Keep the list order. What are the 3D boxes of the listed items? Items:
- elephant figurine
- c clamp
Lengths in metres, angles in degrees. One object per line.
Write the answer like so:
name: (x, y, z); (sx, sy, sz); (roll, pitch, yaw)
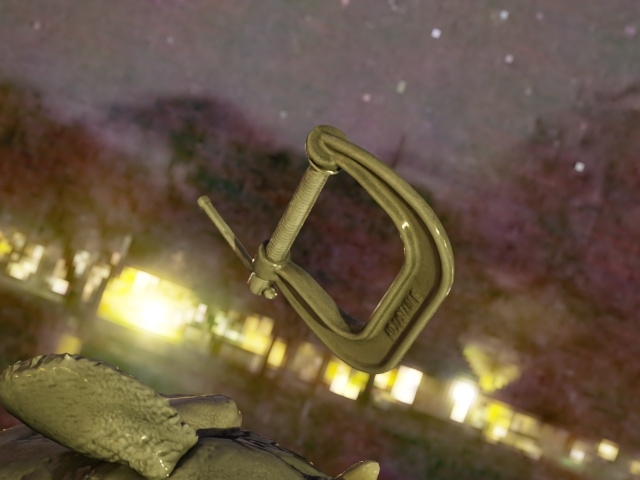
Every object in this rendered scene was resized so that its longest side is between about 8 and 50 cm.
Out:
elephant figurine: (-0.059, 0.110, 0.576); (0.169, 0.186, 0.239); (55, -27, 0)
c clamp: (0.000, 0.000, 0.764); (0.137, 0.022, 0.160); (53, -33, 9)
